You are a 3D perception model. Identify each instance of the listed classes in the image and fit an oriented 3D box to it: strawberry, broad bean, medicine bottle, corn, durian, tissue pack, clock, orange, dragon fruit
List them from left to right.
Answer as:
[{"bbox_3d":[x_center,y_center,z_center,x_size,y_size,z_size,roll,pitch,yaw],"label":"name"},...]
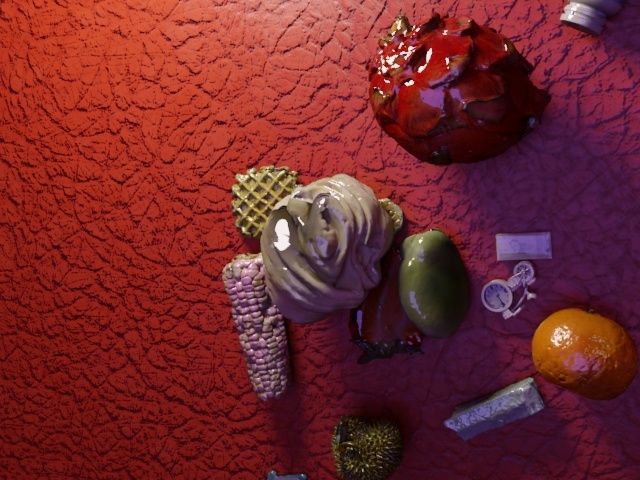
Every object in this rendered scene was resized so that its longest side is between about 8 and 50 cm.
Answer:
[{"bbox_3d":[-0.133,0.191,1.625,0.127,0.126,0.335,-12,94,21],"label":"corn"},{"bbox_3d":[0.101,0.446,1.523,0.159,0.198,0.146,2,87,-1],"label":"durian"},{"bbox_3d":[0.125,0.137,1.518,0.174,0.098,0.228,-9,84,-12],"label":"strawberry"},{"bbox_3d":[0.231,0.085,1.464,0.100,0.169,0.228,-18,58,60],"label":"broad bean"},{"bbox_3d":[0.246,-0.278,1.351,0.342,0.277,0.277,39,108,0],"label":"dragon fruit"},{"bbox_3d":[0.391,0.100,1.458,0.087,0.041,0.129,49,115,13],"label":"clock"},{"bbox_3d":[0.410,0.011,1.449,0.108,0.023,0.056,-4,95,22],"label":"tissue pack"},{"bbox_3d":[0.499,0.211,1.356,0.193,0.193,0.161,23,91,17],"label":"orange"},{"bbox_3d":[0.515,-0.479,1.307,0.107,0.107,0.191,27,104,16],"label":"medicine bottle"}]

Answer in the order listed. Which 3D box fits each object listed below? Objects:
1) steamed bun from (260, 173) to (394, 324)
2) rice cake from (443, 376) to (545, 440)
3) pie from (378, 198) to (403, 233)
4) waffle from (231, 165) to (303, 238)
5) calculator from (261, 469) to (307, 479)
[{"bbox_3d":[0.000,0.000,1.454,0.275,0.206,0.320,-8,65,30],"label":"steamed bun"},{"bbox_3d":[0.362,0.351,1.486,0.206,0.063,0.069,-31,91,22],"label":"rice cake"},{"bbox_3d":[0.139,-0.048,1.546,0.084,0.020,0.084,2,97,21],"label":"pie"},{"bbox_3d":[-0.120,-0.085,1.630,0.183,0.036,0.169,0,94,19],"label":"waffle"},{"bbox_3d":[-0.092,0.590,1.709,0.141,0.019,0.094,-11,95,21],"label":"calculator"}]
